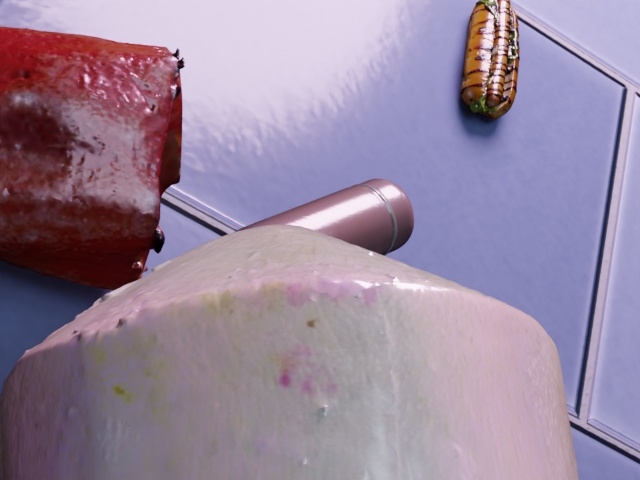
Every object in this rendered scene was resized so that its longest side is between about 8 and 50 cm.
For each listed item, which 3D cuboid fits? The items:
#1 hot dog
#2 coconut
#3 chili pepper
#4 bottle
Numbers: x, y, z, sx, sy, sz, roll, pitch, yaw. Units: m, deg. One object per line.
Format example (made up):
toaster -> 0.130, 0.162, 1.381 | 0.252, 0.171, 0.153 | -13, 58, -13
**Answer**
hot dog -> 0.136, -0.146, 1.138 | 0.049, 0.037, 0.122 | 24, 56, -25
coconut -> -0.014, 0.139, 0.736 | 0.297, 0.297, 0.310 | 12, 57, -28
chili pepper -> -0.200, -0.055, 0.835 | 0.252, 0.136, 0.144 | 7, 106, -19
bottle -> 0.000, 0.000, 0.958 | 0.140, 0.053, 0.053 | -22, 79, -39
